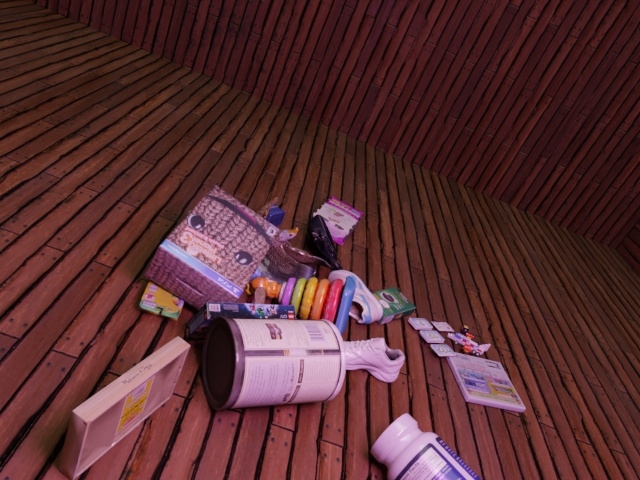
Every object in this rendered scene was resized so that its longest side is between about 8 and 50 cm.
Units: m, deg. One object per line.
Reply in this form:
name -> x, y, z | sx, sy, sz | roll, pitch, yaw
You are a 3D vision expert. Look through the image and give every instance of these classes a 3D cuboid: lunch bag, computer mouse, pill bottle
lunch bag -> -0.187, -0.091, 1.935 | 0.065, 0.067, 0.098 | 39, 32, 25
computer mouse -> 0.000, 0.000, 1.882 | 0.188, 0.072, 0.272 | 60, 7, -29
pill bottle -> 0.243, 0.518, 1.145 | 0.153, 0.153, 0.265 | -9, 44, -47

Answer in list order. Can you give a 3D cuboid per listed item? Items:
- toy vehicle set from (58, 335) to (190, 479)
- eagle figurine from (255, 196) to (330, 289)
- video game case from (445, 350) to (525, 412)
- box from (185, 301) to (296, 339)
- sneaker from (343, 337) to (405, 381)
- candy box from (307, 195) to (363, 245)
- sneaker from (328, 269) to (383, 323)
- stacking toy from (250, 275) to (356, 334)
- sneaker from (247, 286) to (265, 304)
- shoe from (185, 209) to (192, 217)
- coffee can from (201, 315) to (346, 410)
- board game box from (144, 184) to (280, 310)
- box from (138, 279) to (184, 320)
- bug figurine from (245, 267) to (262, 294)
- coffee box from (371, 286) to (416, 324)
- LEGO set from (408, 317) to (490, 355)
toy vehicle set -> -0.363, 0.309, 0.999 | 0.035, 0.165, 0.267 | 32, 28, 12
eagle figurine -> -0.128, 0.027, 1.703 | 0.226, 0.225, 0.298 | -36, 98, -18
video game case -> 0.509, 0.438, 1.639 | 0.213, 0.023, 0.193 | 16, 29, -19
box -> -0.200, 0.206, 1.316 | 0.233, 0.159, 0.044 | 7, 59, -31
sneaker -> 0.128, 0.304, 1.458 | 0.232, 0.115, 0.090 | 19, 28, -13
candy box -> 0.065, -0.083, 2.121 | 0.159, 0.071, 0.233 | 30, 27, 8
sneaker -> 0.097, 0.176, 1.689 | 0.092, 0.087, 0.229 | -9, 41, -44
stacking toy -> -0.060, 0.165, 1.536 | 0.302, 0.165, 0.175 | 14, 13, 2
sneaker -> -0.186, 0.195, 1.484 | 0.042, 0.067, 0.118 | 20, 58, -15
shoe -> -0.325, -0.045, 1.601 | 0.178, 0.063, 0.081 | 7, 35, -7
coffee can -> -0.109, 0.280, 1.217 | 0.276, 0.201, 0.201 | 7, 33, -32
board game box -> -0.281, 0.030, 1.418 | 0.232, 0.141, 0.291 | 34, 42, -7
box -> -0.407, 0.142, 1.383 | 0.105, 0.043, 0.179 | 20, 26, -12
bug figurine -> -0.312, 0.064, 1.563 | 0.279, 0.072, 0.216 | 35, 29, 17
coffee box -> 0.225, 0.218, 1.766 | 0.184, 0.040, 0.113 | -9, 43, -46
LEGO set -> 0.436, 0.308, 1.744 | 0.245, 0.060, 0.182 | 9, 26, -33
